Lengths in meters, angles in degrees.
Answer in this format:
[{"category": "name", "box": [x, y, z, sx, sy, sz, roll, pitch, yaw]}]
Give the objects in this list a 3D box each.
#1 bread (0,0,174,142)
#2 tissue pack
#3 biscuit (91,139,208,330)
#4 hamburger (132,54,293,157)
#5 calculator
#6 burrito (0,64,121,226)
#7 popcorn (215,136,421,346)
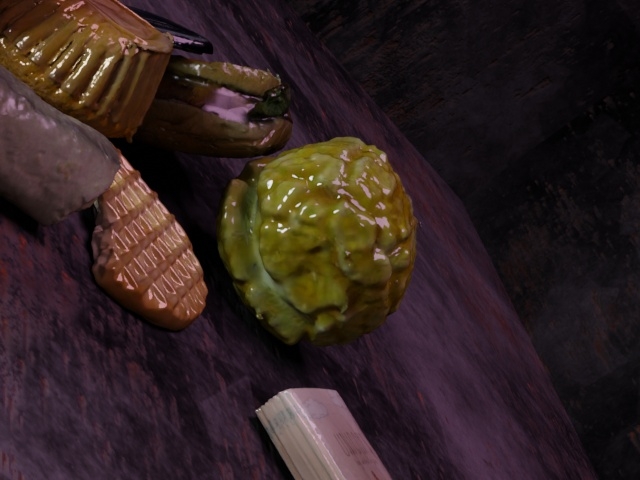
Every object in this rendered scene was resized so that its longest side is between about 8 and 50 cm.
[{"category": "bread", "box": [-0.290, -0.225, 1.728, 0.240, 0.139, 0.240, 33, 19, -13]}, {"category": "tissue pack", "box": [0.055, 0.317, 1.714, 0.325, 0.071, 0.170, 57, 15, 17]}, {"category": "biscuit", "box": [-0.203, -0.004, 1.717, 0.204, 0.040, 0.309, 44, 15, -36]}, {"category": "hamburger", "box": [-0.169, -0.182, 1.994, 0.285, 0.266, 0.134, -2, 100, -76]}, {"category": "calculator", "box": [-0.253, -0.282, 1.945, 0.177, 0.040, 0.268, 8, 14, -41]}, {"category": "burrito", "box": [-0.312, -0.112, 1.472, 0.299, 0.105, 0.143, 38, 16, -46]}, {"category": "popcorn", "box": [0.001, 0.008, 1.961, 0.282, 0.282, 0.247, 53, 10, -3]}]
